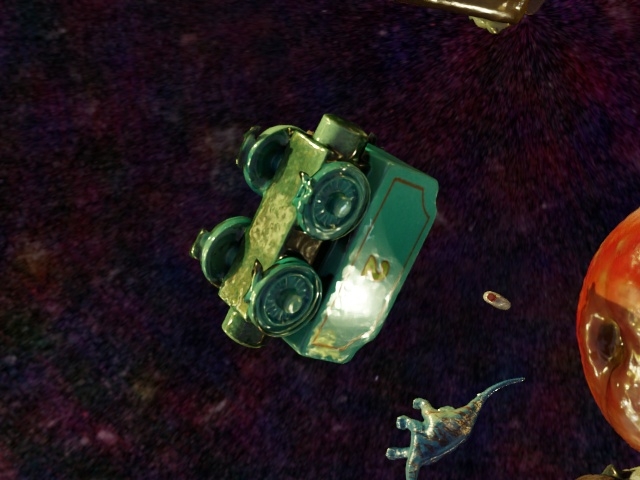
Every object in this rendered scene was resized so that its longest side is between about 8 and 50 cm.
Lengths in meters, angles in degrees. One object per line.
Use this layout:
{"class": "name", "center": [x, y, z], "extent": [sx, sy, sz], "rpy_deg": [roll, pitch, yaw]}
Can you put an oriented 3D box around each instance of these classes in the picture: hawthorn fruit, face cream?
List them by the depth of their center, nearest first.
{"class": "hawthorn fruit", "center": [0.365, 0.075, 0.886], "extent": [0.284, 0.284, 0.284], "rpy_deg": [2, 103, 11]}
{"class": "face cream", "center": [0.298, 0.101, 1.715], "extent": [0.040, 0.083, 0.021], "rpy_deg": [22, 88, 24]}

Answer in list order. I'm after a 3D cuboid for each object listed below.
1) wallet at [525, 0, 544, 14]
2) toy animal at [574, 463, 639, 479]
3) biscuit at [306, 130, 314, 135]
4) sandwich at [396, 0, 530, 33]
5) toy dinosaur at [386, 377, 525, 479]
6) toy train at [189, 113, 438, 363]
{"class": "wallet", "center": [0.339, -0.437, 1.540], "extent": [0.095, 0.026, 0.176], "rpy_deg": [34, 89, -16]}
{"class": "toy animal", "center": [0.198, 0.218, 0.671], "extent": [0.098, 0.098, 0.137], "rpy_deg": [8, 81, 10]}
{"class": "biscuit", "center": [-0.003, -0.006, 1.401], "extent": [0.038, 0.141, 0.289], "rpy_deg": [-7, 101, -22]}
{"class": "sandwich", "center": [0.017, -0.212, 0.612], "extent": [0.236, 0.122, 0.128], "rpy_deg": [2, 110, -33]}
{"class": "toy dinosaur", "center": [0.191, 0.319, 1.682], "extent": [0.144, 0.329, 0.076], "rpy_deg": [11, 132, 49]}
{"class": "toy train", "center": [0.000, 0.000, 0.842], "extent": [0.112, 0.163, 0.203], "rpy_deg": [39, 107, 47]}
